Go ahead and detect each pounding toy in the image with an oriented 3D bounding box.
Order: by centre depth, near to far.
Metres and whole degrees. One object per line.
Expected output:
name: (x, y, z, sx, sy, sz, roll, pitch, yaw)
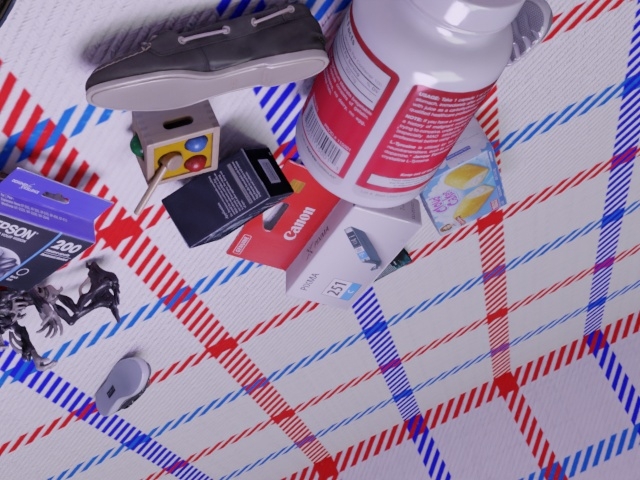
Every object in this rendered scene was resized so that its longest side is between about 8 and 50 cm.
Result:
pounding toy: (-0.221, -0.127, 1.563, 0.141, 0.100, 0.130, -17, 154, -17)

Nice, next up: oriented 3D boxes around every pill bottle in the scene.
pill bottle: (0.127, -0.246, 1.503, 0.229, 0.229, 0.408, -11, 152, -28)

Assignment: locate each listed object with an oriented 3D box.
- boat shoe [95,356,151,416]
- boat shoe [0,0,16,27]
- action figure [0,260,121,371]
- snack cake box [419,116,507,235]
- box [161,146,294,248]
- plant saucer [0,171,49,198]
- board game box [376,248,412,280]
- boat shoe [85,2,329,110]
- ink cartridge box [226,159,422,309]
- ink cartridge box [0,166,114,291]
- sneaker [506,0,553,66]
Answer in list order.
boat shoe: (-0.405, 0.310, 2.280, 0.076, 0.080, 0.228, -11, 153, -41)
boat shoe: (-0.417, -0.231, 1.204, 0.254, 0.079, 0.095, -39, 152, 26)
action figure: (-0.471, 0.132, 1.796, 0.275, 0.141, 0.164, -17, 158, -24)
snack cake box: (0.258, -0.119, 2.037, 0.152, 0.089, 0.264, -28, 155, 4)
box: (-0.144, -0.070, 1.698, 0.158, 0.093, 0.156, -31, 178, 14)
plant saucer: (-0.542, -0.014, 1.550, 0.310, 0.050, 0.311, -21, 154, -11)
board game box: (0.117, 0.038, 2.287, 0.126, 0.026, 0.186, -28, 155, 7)
boat shoe: (-0.155, -0.247, 1.429, 0.335, 0.096, 0.112, -12, 166, -17)
ink cartridge box: (0.000, 0.000, 1.940, 0.261, 0.066, 0.296, 15, 139, -20)
ink cartridge box: (-0.433, -0.009, 1.554, 0.208, 0.045, 0.206, -36, 153, 19)
sneaker: (0.269, -0.316, 1.631, 0.115, 0.105, 0.281, -31, -176, -25)
